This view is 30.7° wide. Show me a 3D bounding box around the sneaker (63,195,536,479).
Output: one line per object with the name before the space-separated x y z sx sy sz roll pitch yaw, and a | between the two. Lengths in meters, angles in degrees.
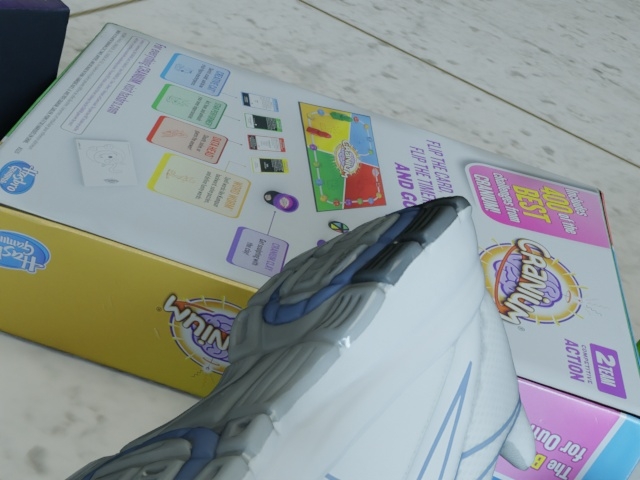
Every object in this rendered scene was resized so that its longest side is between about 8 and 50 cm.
sneaker | -0.007 0.100 0.377 0.297 0.111 0.129 -41 106 -40

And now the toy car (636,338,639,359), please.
toy car | 0.262 0.116 0.552 0.155 0.149 0.188 2 62 -23

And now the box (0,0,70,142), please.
box | -0.286 -0.142 0.637 0.184 0.103 0.261 -12 42 -41

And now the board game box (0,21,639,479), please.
board game box | 0.000 0.000 0.606 0.316 0.064 0.242 19 28 -2
